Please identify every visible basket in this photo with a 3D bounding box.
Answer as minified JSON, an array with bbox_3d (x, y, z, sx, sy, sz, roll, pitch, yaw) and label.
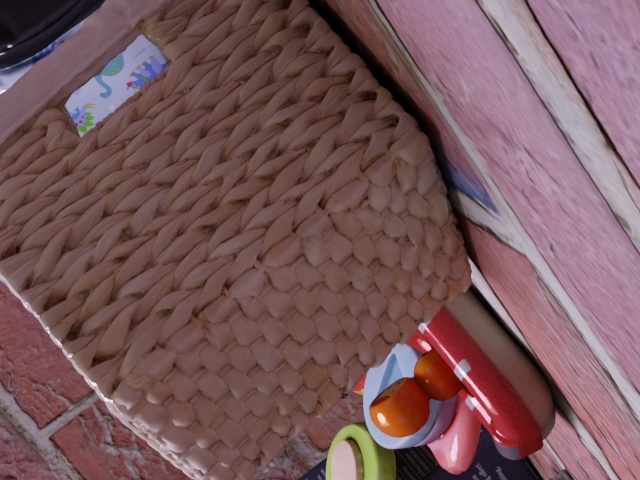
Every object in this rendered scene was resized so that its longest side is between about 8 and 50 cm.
[{"bbox_3d":[-0.082,-0.015,1.222,0.266,0.328,0.331,46,173,25],"label":"basket"}]

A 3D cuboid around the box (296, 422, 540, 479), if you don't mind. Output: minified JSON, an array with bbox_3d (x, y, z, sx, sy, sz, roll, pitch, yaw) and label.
[{"bbox_3d":[0.129,0.433,2.115,0.293,0.395,0.212,55,175,-26],"label":"box"}]

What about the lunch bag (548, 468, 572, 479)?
[{"bbox_3d":[0.278,0.454,1.751,0.287,0.235,0.169,52,173,11],"label":"lunch bag"}]

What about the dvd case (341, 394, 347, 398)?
[{"bbox_3d":[-0.020,0.084,2.059,0.179,0.029,0.239,26,-123,-51],"label":"dvd case"}]

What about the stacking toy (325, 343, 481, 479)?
[{"bbox_3d":[0.053,0.234,1.888,0.130,0.279,0.309,8,-174,-31],"label":"stacking toy"}]

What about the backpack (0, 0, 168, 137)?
[{"bbox_3d":[-0.288,-0.234,1.954,0.273,0.290,0.355,62,-173,22],"label":"backpack"}]

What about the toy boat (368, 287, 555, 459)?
[{"bbox_3d":[0.111,0.131,1.459,0.231,0.151,0.151,51,175,24],"label":"toy boat"}]
